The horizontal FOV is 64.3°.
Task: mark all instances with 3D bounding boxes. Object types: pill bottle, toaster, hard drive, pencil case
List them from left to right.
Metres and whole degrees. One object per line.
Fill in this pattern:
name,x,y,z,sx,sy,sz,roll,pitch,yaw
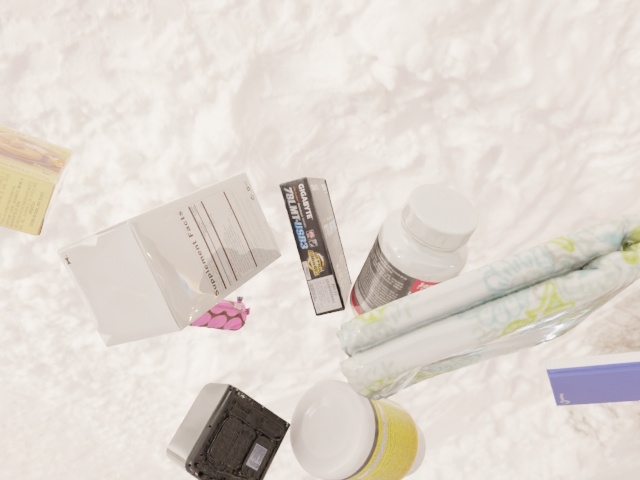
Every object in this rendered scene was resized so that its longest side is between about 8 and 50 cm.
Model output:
pencil case,-0.288,0.185,1.334,0.098,0.095,0.209,-14,161,37
toaster,-0.170,0.378,0.945,0.168,0.185,0.110,43,150,-27
pill bottle,0.099,0.427,1.104,0.188,0.187,0.334,-34,140,17
pill bottle,0.181,0.045,1.009,0.177,0.176,0.318,-5,140,-21
hard drive,0.694,0.314,1.157,0.319,0.040,0.210,-12,139,23

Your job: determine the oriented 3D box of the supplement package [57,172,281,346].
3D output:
supplement package,-0.234,0.022,0.853,0.178,0.175,0.293,-16,-168,31

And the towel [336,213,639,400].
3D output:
towel,0.209,0.113,0.671,0.375,0.090,0.320,-22,159,1

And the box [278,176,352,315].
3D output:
box,0.000,0.000,1.194,0.074,0.293,0.295,-13,-177,8

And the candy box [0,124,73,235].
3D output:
candy box,-0.517,-0.122,0.677,0.317,0.183,0.087,19,106,-24
